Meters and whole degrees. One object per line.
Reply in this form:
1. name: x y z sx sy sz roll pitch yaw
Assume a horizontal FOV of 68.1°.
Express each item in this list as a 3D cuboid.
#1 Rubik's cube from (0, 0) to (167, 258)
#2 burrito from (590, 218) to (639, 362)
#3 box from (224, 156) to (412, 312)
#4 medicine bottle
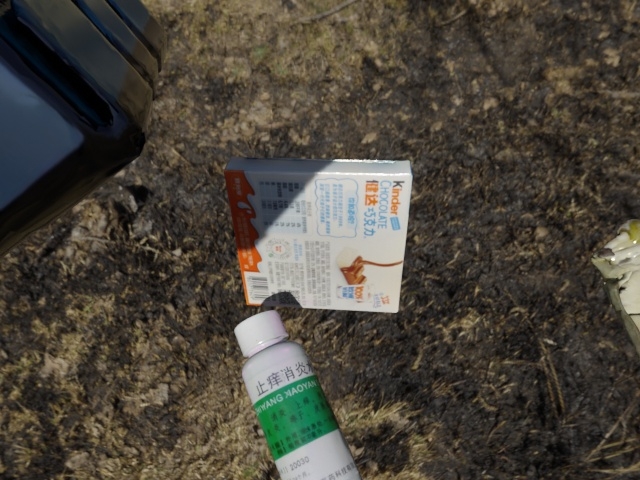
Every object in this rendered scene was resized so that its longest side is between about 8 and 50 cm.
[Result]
1. Rubik's cube: -0.315 -0.143 0.342 0.293 0.288 0.284 -33 36 14
2. burrito: 0.470 0.123 0.572 0.190 0.135 0.332 -17 54 11
3. box: 0.000 0.000 0.742 0.264 0.274 0.048 3 38 5
4. medicine bottle: -0.036 0.221 0.618 0.095 0.095 0.260 -22 67 -15
